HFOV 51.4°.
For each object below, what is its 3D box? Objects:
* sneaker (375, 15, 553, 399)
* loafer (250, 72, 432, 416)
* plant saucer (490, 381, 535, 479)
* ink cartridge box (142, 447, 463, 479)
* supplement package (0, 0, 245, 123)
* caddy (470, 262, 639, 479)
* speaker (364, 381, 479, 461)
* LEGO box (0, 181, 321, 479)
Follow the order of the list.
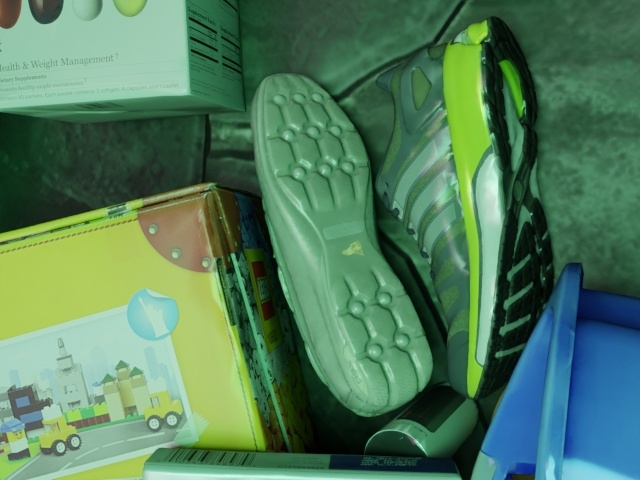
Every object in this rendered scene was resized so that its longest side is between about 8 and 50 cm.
[{"bbox_3d":[0.113,-0.020,0.551,0.121,0.111,0.299,-2,91,42],"label":"sneaker"},{"bbox_3d":[0.000,0.000,0.597,0.111,0.112,0.319,-47,55,58],"label":"loafer"},{"bbox_3d":[0.232,0.181,0.532,0.200,0.037,0.199,3,97,28],"label":"plant saucer"},{"bbox_3d":[-0.014,0.264,0.469,0.223,0.045,0.223,1,92,4],"label":"ink cartridge box"},{"bbox_3d":[-0.190,-0.224,0.630,0.194,0.149,0.203,-2,94,12],"label":"supplement package"},{"bbox_3d":[0.179,0.185,0.405,0.179,0.241,0.341,4,96,23],"label":"caddy"},{"bbox_3d":[0.087,0.162,0.550,0.055,0.136,0.055,3,96,29],"label":"speaker"},{"bbox_3d":[-0.270,0.189,0.617,0.500,0.193,0.372,-13,88,6],"label":"LEGO box"}]
